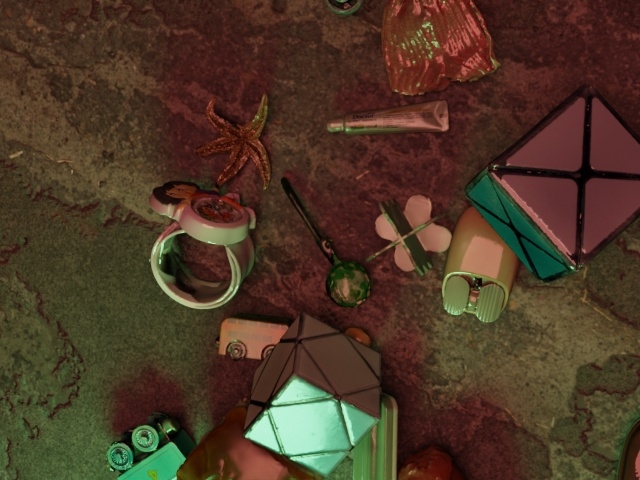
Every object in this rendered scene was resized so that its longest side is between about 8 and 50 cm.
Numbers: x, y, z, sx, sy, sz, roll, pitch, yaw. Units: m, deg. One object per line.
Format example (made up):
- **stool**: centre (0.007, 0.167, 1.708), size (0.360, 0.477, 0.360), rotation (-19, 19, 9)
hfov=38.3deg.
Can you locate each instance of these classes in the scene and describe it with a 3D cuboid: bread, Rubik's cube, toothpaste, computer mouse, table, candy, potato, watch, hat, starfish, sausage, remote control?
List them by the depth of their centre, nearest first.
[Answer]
- **Rubik's cube**: centre (0.450, -0.098, 1.715), size (0.255, 0.260, 0.259), rotation (-41, 83, -8)
- **table**: centre (0.172, -0.010, 1.843), size (0.166, 0.198, 0.167), rotation (1, 94, 13)
- **hat**: centre (0.220, -0.444, 1.847), size (0.236, 0.107, 0.286), rotation (-11, 104, 23)
- **Rubik's cube**: centre (-0.011, 0.308, 1.854), size (0.205, 0.207, 0.205), rotation (30, 118, -12)
- **computer mouse**: centre (0.328, 0.044, 1.873), size (0.145, 0.082, 0.237), rotation (15, 96, 11)
- **sausage**: centre (0.251, 0.564, 1.894), size (0.152, 0.152, 0.280), rotation (-18, 89, 13)
- **toothpaste**: centre (0.140, -0.248, 1.916), size (0.255, 0.037, 0.067), rotation (-4, 88, 10)
- **remote control**: centre (0.107, 0.483, 1.932), size (0.065, 0.128, 0.335), rotation (-2, 95, -30)
- **bread**: centre (-0.141, 0.481, 1.938), size (0.250, 0.225, 0.279), rotation (41, 106, 8)
- **candy**: centre (0.002, -0.001, 1.952), size (0.097, 0.097, 0.323), rotation (-34, 79, 13)
- **potato**: centre (0.073, 0.227, 1.954), size (0.068, 0.062, 0.083), rotation (8, 81, 45)
- **watch**: centre (-0.262, 0.008, 1.973), size (0.244, 0.196, 0.231), rotation (17, 120, 6)
- **starfish**: centre (-0.167, -0.215, 1.980), size (0.213, 0.057, 0.238), rotation (41, 108, -3)

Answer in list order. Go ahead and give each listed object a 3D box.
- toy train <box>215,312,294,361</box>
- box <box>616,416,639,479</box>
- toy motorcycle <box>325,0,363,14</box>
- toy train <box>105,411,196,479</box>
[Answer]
- **toy train**: centre (-0.137, 0.214, 1.995), size (0.188, 0.072, 0.099), rotation (7, 96, 12)
- **box**: centre (0.787, 0.466, 1.785), size (0.403, 0.108, 0.263), rotation (10, 97, 12)
- **toy motorcycle**: centre (0.075, -0.612, 1.869), size (0.198, 0.109, 0.296), rotation (34, 99, 11)
- **toy train**: centre (-0.380, 0.480, 2.056), size (0.198, 0.107, 0.154), rotation (-35, 93, 13)
